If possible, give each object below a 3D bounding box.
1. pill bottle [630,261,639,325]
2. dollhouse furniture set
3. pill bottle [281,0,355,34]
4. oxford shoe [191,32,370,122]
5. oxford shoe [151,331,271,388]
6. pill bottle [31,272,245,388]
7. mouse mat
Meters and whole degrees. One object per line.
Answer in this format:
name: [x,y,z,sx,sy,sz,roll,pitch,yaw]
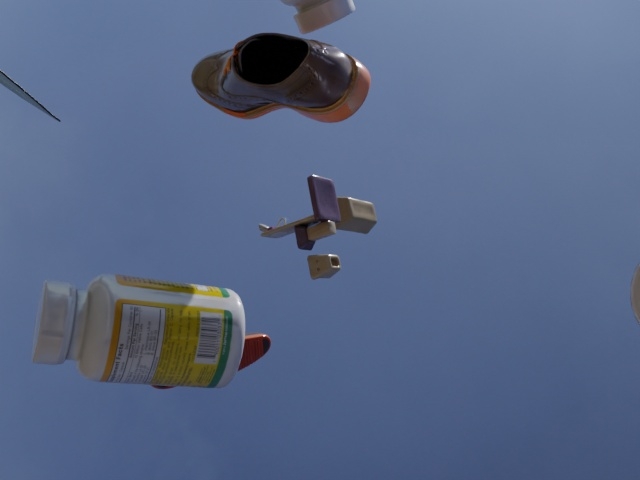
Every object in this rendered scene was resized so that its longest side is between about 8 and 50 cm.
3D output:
pill bottle: [0.462,0.055,0.747,0.130,0.245,0.130,2,-87,46]
dollhouse furniture set: [0.000,0.000,0.637,0.081,0.114,0.091,-19,-105,32]
pill bottle: [-0.031,-0.457,1.058,0.121,0.121,0.221,-3,-60,43]
oxford shoe: [-0.096,-0.265,0.995,0.363,0.132,0.130,12,-99,42]
oxford shoe: [-0.245,0.235,1.433,0.098,0.271,0.097,-123,-152,-50]
pill bottle: [-0.199,0.099,0.723,0.117,0.208,0.118,-32,-126,58]
mouse mat: [-0.493,-0.254,0.996,0.152,0.190,0.007,30,-102,31]
